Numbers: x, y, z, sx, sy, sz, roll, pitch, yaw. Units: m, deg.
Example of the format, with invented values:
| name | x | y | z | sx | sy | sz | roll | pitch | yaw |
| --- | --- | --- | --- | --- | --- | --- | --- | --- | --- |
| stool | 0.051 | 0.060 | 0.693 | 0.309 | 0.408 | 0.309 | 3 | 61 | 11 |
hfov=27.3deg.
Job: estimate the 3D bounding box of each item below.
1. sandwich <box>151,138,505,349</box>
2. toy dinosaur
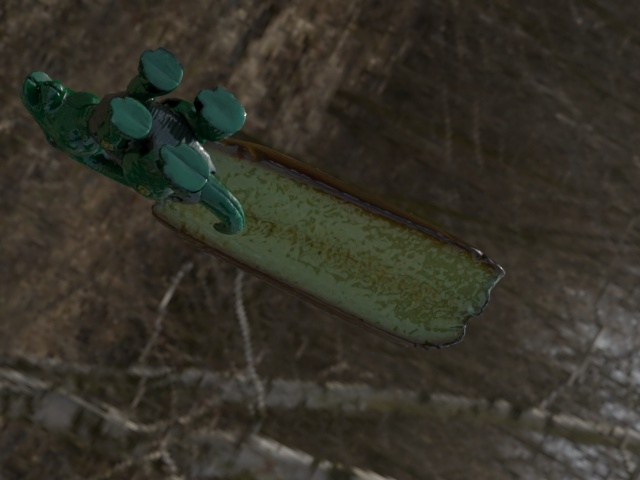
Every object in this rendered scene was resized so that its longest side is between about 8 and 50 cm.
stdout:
| name | x | y | z | sx | sy | sz | roll | pitch | yaw |
| --- | --- | --- | --- | --- | --- | --- | --- | --- | --- |
| sandwich | 0.000 | 0.000 | 0.920 | 0.090 | 0.244 | 0.088 | -65 | -164 | 2 |
| toy dinosaur | -0.087 | -0.046 | 0.662 | 0.096 | 0.132 | 0.059 | -17 | -142 | 55 |
